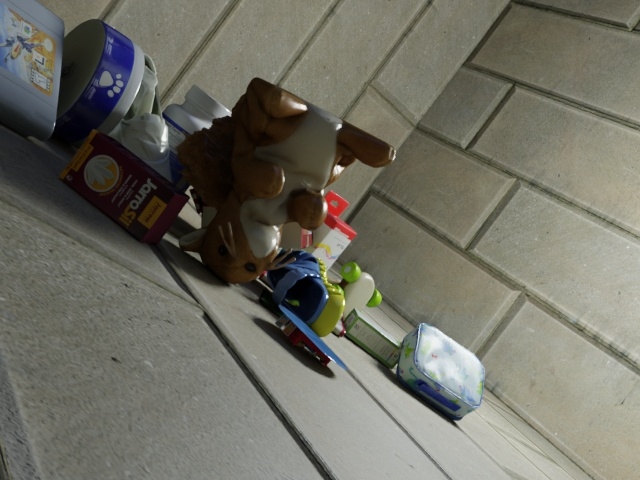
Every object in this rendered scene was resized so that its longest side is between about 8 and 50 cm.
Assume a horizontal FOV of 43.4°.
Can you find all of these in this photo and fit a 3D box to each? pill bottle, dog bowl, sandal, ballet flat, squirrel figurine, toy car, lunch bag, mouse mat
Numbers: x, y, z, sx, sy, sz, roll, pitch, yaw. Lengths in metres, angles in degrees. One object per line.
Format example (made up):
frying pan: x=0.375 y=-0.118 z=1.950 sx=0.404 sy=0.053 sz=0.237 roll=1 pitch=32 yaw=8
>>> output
pill bottle: x=-0.329 y=-0.220 z=1.865 sx=0.152 sy=0.272 sz=0.152 roll=37 pitch=2 yaw=-1
dog bowl: x=-0.503 y=-0.337 z=1.727 sx=0.104 sy=0.265 sz=0.265 roll=32 pitch=5 yaw=-42
sandal: x=-0.056 y=0.084 z=1.702 sx=0.138 sy=0.126 sz=0.317 roll=31 pitch=3 yaw=-24
ballet flat: x=-0.388 y=-0.257 z=1.725 sx=0.139 sy=0.139 sz=0.400 roll=34 pitch=31 yaw=-48
squirrel figurine: x=-0.121 y=-0.110 z=1.566 sx=0.281 sy=0.370 sz=0.397 roll=21 pitch=11 yaw=-35
toy car: x=0.045 y=0.133 z=2.222 sx=0.188 sy=0.149 sz=0.155 roll=22 pitch=-21 yaw=47
lunch bag: x=0.286 y=0.316 z=1.926 sx=0.219 sy=0.090 sz=0.176 roll=34 pitch=38 yaw=-13
mouse mat: x=-0.062 y=0.157 z=1.669 sx=0.152 sy=0.007 sz=0.190 roll=37 pitch=3 yaw=-3

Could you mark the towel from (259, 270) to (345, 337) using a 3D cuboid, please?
towel: x=-0.073 y=0.113 z=1.979 sx=0.329 sy=0.037 sz=0.237 roll=37 pitch=3 yaw=-2

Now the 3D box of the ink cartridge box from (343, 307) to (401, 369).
ink cartridge box: x=0.153 y=0.262 z=2.025 sx=0.209 sy=0.062 sz=0.109 roll=37 pitch=3 yaw=-5

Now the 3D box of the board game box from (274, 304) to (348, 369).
board game box: x=-0.023 y=0.184 z=1.436 sx=0.168 sy=0.033 sz=0.133 roll=43 pitch=0 yaw=23

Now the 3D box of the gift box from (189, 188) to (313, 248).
gift box: x=-0.149 y=-0.117 z=1.836 sx=0.258 sy=0.276 sz=0.255 roll=2 pitch=-2 yaw=5

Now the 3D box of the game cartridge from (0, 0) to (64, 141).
game cartridge: x=-0.575 y=-0.351 z=1.498 sx=0.198 sy=0.062 sz=0.297 roll=38 pitch=40 yaw=-52

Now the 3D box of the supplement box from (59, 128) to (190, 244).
supplement box: x=-0.332 y=-0.090 z=1.371 sx=0.188 sy=0.104 sz=0.081 roll=37 pitch=3 yaw=8

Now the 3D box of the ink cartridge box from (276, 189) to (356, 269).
ink cartridge box: x=0.000 y=0.000 z=1.992 sx=0.078 sy=0.231 sz=0.134 roll=41 pitch=6 yaw=26
